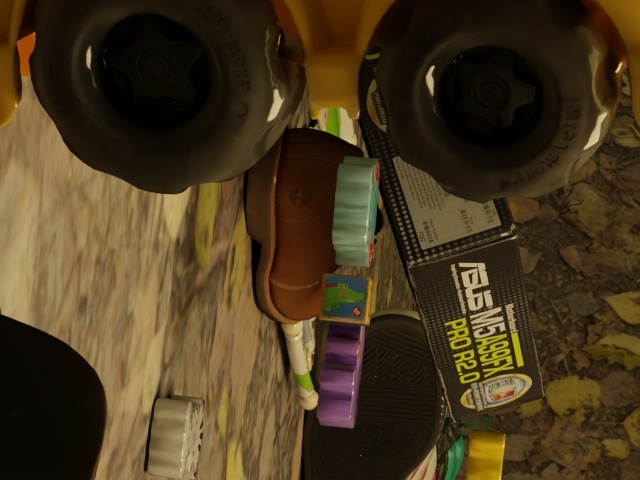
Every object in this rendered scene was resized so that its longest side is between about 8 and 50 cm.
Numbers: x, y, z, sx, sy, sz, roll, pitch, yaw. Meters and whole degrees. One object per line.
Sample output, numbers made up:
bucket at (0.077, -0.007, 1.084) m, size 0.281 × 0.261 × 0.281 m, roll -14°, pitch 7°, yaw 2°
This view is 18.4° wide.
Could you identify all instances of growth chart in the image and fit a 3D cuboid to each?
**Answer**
growth chart at (-0.002, -0.016, 1.396) m, size 0.172 × 0.021 × 0.237 m, roll 77°, pitch 21°, yaw -69°

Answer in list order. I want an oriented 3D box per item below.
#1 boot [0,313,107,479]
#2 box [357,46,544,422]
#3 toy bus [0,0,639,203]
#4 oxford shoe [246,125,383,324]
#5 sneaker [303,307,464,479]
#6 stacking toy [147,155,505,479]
boot at (-0.104, 0.121, 0.347) m, size 0.305 × 0.112 × 0.115 m, roll -71°, pitch 178°, yaw -69°
box at (0.054, -0.061, 1.119) m, size 0.216 × 0.060 × 0.270 m, roll 69°, pitch 5°, yaw -61°
toy bus at (0.011, -0.133, 0.567) m, size 0.149 × 0.220 × 0.211 m, roll -60°, pitch 150°, yaw -62°
oxford shoe at (0.000, 0.000, 1.198) m, size 0.212 × 0.076 × 0.076 m, roll 86°, pitch 12°, yaw -67°
sneaker at (0.060, 0.151, 1.639) m, size 0.178 × 0.123 × 0.296 m, roll -62°, pitch 167°, yaw -58°
stacking toy at (0.015, 0.023, 0.945) m, size 0.052 × 0.167 × 0.221 m, roll 38°, pitch 59°, yaw -82°
